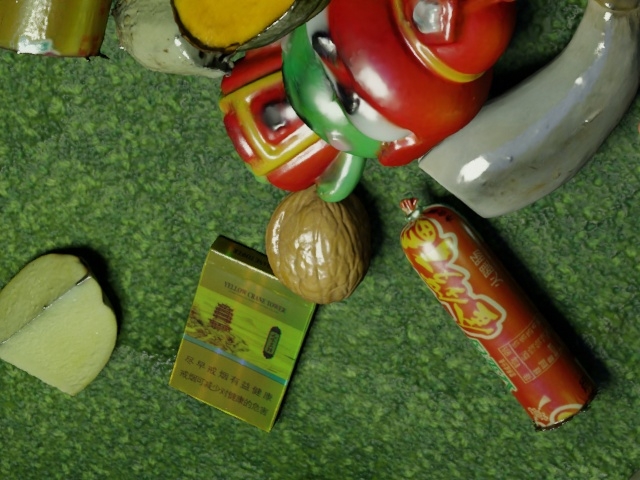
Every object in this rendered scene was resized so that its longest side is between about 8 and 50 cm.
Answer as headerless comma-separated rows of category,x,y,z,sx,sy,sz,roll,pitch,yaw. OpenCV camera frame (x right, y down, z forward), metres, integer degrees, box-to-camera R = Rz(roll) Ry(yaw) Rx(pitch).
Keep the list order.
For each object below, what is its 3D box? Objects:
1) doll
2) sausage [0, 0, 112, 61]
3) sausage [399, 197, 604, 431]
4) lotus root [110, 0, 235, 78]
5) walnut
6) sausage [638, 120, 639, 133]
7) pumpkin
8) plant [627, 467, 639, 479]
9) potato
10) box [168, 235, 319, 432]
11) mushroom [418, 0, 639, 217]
doll,0.057,-0.159,1.574,0.363,0.160,0.182,-29,84,51
sausage,-0.213,-0.311,1.607,0.125,0.117,0.317,11,109,-19
sausage,0.159,0.061,1.740,0.083,0.083,0.264,-31,104,34
lotus root,-0.140,-0.211,1.658,0.144,0.070,0.143,-12,73,43
walnut,0.000,0.000,1.751,0.105,0.105,0.124,11,120,16
sausage,0.306,-0.117,1.591,0.034,0.034,0.083,31,128,1
pumpkin,-0.062,-0.237,1.542,0.278,0.111,0.163,39,102,43
plant,0.376,0.160,1.625,0.213,0.215,0.312,41,129,-10
potato,-0.262,0.078,1.937,0.149,0.081,0.120,-37,133,19
box,-0.078,0.098,1.883,0.121,0.030,0.193,24,126,6
mushroom,0.205,-0.122,1.597,0.118,0.103,0.270,37,116,-14
